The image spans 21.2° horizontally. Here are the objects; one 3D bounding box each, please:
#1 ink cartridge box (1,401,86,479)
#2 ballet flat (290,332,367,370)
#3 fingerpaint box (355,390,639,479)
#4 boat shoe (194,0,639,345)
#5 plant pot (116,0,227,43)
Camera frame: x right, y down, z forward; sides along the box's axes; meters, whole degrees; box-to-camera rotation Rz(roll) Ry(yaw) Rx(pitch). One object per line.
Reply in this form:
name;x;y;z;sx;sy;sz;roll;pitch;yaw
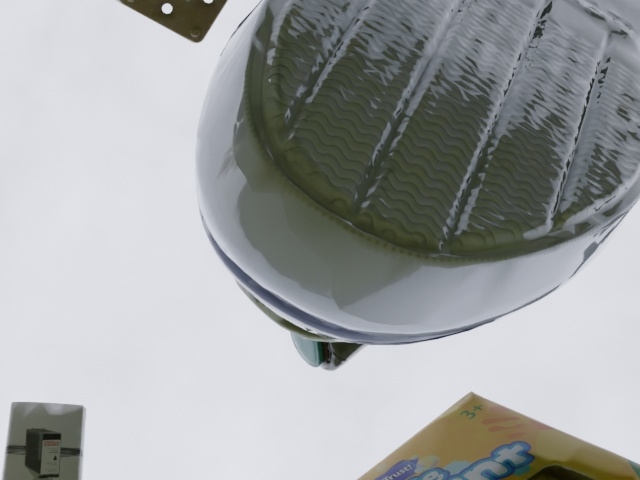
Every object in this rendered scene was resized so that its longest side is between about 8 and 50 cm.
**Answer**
ink cartridge box;-0.196;0.191;1.194;0.056;0.099;0.135;4;-149;-8
ballet flat;0.000;0.000;1.168;0.068;0.213;0.072;-29;-135;-18
fingerpaint box;0.090;0.323;1.118;0.445;0.371;0.163;-33;-58;-28
boat shoe;0.037;-0.034;0.504;0.109;0.094;0.302;36;-151;3
plant pot;-0.110;-0.212;1.318;0.109;0.096;0.109;28;-70;-21
